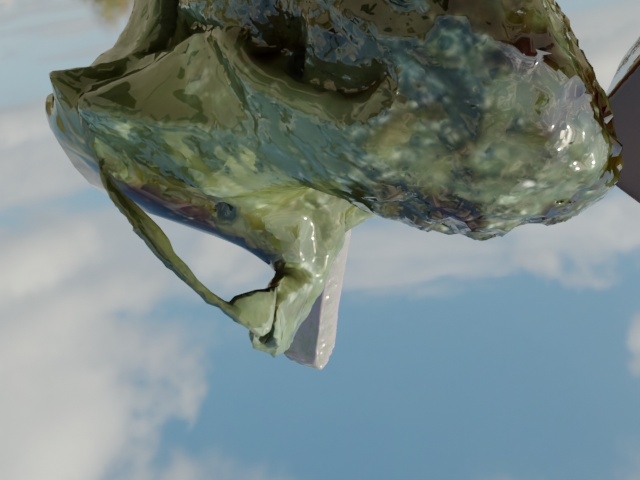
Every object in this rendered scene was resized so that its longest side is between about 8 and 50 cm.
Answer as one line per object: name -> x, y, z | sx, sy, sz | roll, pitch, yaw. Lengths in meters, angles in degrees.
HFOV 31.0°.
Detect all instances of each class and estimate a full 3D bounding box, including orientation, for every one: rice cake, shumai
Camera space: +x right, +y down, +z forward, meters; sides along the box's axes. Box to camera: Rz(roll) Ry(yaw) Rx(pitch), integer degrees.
rice cake -> 0.000, 0.000, 1.368 | 0.072, 0.365, 0.056 | 26, -144, 25
shumai -> -0.021, -0.122, 0.802 | 0.348, 0.395, 0.395 | -30, -166, 14

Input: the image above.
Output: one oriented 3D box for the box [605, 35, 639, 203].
box -> 0.452, -0.110, 1.089 | 0.339, 0.239, 0.229 | 37, -151, 0
